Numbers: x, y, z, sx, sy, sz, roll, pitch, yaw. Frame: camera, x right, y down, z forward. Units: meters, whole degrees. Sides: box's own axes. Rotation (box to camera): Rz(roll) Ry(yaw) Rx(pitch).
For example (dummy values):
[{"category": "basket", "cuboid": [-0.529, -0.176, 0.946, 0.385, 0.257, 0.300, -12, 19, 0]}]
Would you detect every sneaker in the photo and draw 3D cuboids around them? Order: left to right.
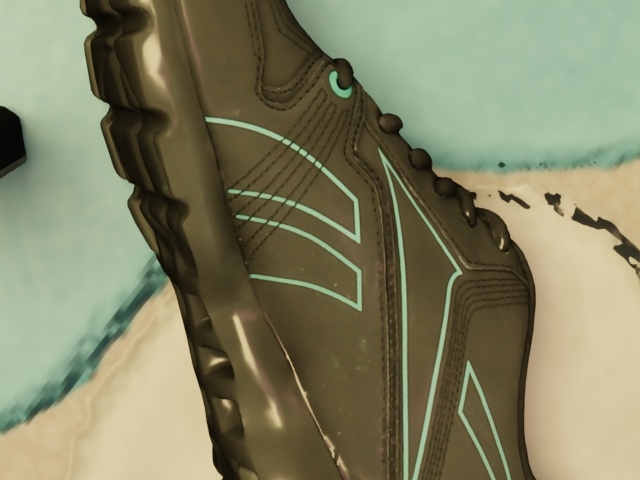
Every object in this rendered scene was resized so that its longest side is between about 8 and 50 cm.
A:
[{"category": "sneaker", "cuboid": [0.000, 0.000, 0.496, 0.106, 0.101, 0.267, -19, 103, -13]}]

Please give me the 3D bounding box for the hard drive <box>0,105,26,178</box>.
[{"category": "hard drive", "cuboid": [-0.137, -0.020, 0.454, 0.094, 0.135, 0.022, -9, 97, -4]}]
